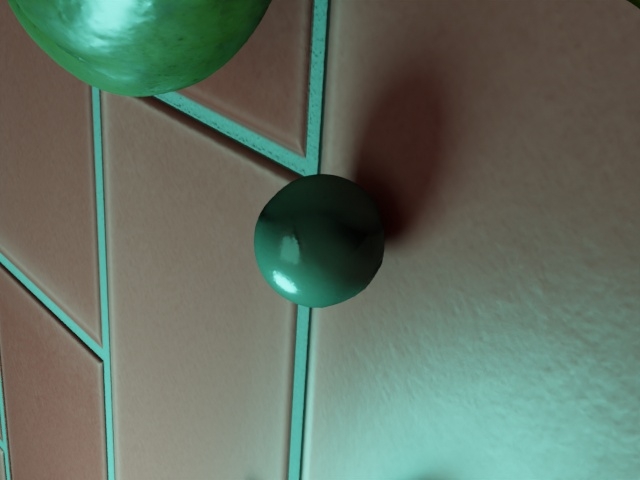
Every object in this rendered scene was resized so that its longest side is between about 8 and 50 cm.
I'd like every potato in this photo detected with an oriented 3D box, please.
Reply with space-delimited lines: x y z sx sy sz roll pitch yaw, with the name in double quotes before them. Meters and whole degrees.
"potato" -0.137 -0.255 0.775 0.326 0.221 0.243 130 128 -61

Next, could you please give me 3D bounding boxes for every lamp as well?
"lamp" 0.000 0.000 0.790 0.105 0.105 0.105 25 122 47

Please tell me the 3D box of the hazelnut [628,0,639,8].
"hazelnut" 0.210 -0.170 0.377 0.251 0.217 0.217 17 117 39
